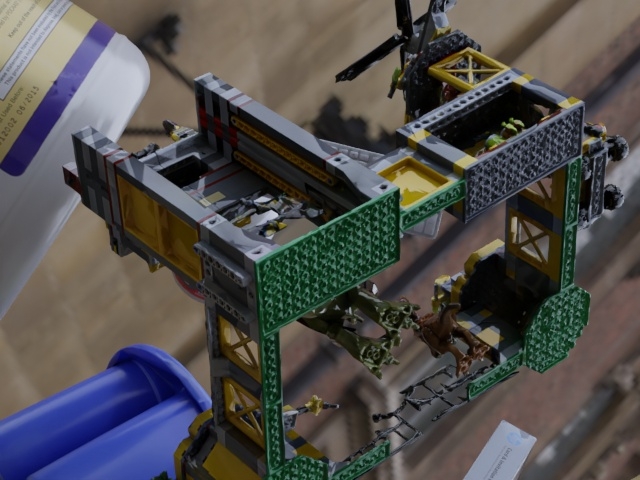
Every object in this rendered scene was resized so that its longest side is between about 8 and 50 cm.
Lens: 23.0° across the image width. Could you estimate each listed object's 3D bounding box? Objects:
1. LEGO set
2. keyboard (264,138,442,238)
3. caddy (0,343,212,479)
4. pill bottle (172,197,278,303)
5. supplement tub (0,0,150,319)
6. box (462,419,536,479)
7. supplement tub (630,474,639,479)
[{"bbox_3d":[0.000,0.000,0.927,0.192,0.331,0.255,34,-32,39],"label":"LEGO set"},{"bbox_3d":[0.002,-0.066,1.613,0.256,0.072,0.014,14,3,7],"label":"keyboard"},{"bbox_3d":[-0.114,0.246,1.119,0.241,0.179,0.341,15,-60,56],"label":"caddy"},{"bbox_3d":[-0.106,-0.014,1.788,0.108,0.108,0.180,42,-33,15],"label":"pill bottle"},{"bbox_3d":[-0.302,-0.104,0.988,0.331,0.241,0.241,33,-16,-10],"label":"supplement tub"},{"bbox_3d":[0.121,0.266,1.373,0.038,0.145,0.186,29,-45,14],"label":"box"},{"bbox_3d":[0.316,0.259,1.342,0.144,0.144,0.199,46,-39,2],"label":"supplement tub"}]
